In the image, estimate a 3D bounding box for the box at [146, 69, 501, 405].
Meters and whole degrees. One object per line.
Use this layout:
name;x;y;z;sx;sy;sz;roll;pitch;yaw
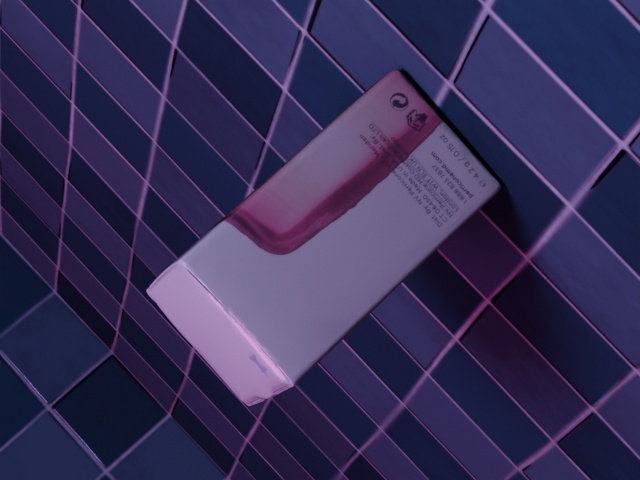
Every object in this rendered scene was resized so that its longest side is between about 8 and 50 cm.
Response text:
box;0.000;0.000;1.480;0.127;0.232;0.148;49;161;-2
